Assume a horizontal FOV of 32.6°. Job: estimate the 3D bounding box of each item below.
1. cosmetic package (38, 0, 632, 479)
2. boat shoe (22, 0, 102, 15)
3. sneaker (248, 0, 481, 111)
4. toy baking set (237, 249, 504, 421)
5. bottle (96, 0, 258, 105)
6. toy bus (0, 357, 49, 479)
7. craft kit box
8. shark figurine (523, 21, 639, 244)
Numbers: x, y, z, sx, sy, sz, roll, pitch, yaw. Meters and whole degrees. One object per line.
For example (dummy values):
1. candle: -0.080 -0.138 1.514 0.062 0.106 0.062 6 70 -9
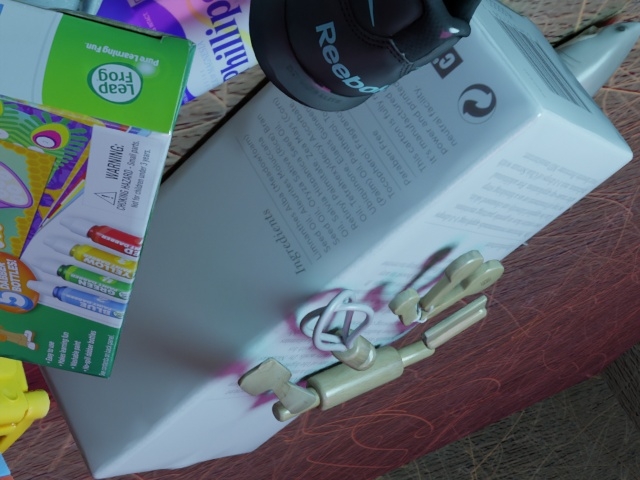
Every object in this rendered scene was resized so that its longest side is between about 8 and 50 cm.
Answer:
1. cosmetic package: 0.000 0.000 0.887 0.453 0.161 0.230 -40 158 21
2. boat shoe: -0.123 -0.168 0.368 0.118 0.103 0.320 2 148 -10
3. sneaker: 0.065 -0.177 0.496 0.101 0.267 0.106 32 161 -30
4. toy baking set: 0.035 0.075 0.844 0.256 0.030 0.197 -21 154 -26
5. bottle: -0.093 -0.122 0.576 0.283 0.092 0.118 -30 156 -6
6. toy bus: -0.284 0.130 0.716 0.220 0.211 0.149 -40 160 25
7. craft kit box: -0.200 -0.028 0.498 0.247 0.061 0.250 15 148 -8
8. shark figurine: 0.202 -0.083 1.062 0.166 0.116 0.278 -16 153 -32
